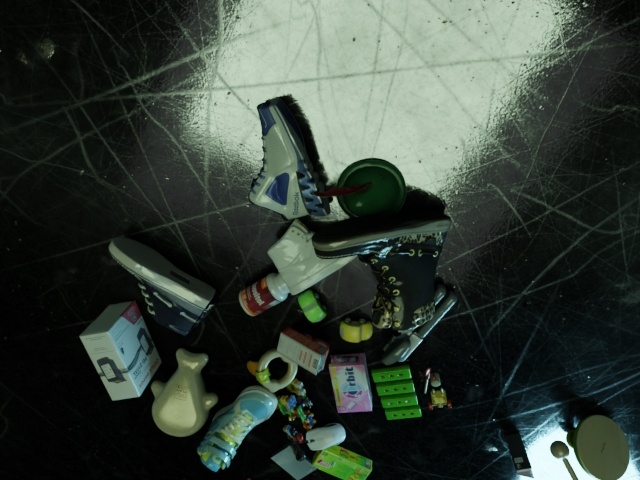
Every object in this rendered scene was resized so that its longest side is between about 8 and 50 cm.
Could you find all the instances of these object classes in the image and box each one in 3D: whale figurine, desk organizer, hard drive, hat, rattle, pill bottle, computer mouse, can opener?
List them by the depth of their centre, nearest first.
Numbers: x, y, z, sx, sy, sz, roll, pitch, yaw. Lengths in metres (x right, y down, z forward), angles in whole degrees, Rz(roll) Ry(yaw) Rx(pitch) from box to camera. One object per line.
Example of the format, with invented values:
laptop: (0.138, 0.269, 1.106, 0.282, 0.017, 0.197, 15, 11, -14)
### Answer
hat: (0.108, -0.089, 1.175, 0.208, 0.183, 0.173, -9, 113, 11)
can opener: (0.279, 0.248, 1.361, 0.074, 0.093, 0.280, 33, 109, -7)
pill bottle: (-0.149, 0.145, 1.365, 0.152, 0.086, 0.086, -31, 107, 18)
desk organizer: (0.610, 0.662, 1.477, 0.047, 0.130, 0.050, -17, 113, 13)
rattle: (-0.118, 0.359, 1.490, 0.130, 0.143, 0.200, 43, 76, -5)
whale figurine: (-0.426, 0.477, 1.540, 0.216, 0.141, 0.272, 11, 90, 2)
computer mouse: (-0.013, 0.648, 1.579, 0.192, 0.042, 0.106, -22, 74, 11)
hard drive: (-0.092, 0.764, 1.667, 0.094, 0.022, 0.135, -40, 104, 21)

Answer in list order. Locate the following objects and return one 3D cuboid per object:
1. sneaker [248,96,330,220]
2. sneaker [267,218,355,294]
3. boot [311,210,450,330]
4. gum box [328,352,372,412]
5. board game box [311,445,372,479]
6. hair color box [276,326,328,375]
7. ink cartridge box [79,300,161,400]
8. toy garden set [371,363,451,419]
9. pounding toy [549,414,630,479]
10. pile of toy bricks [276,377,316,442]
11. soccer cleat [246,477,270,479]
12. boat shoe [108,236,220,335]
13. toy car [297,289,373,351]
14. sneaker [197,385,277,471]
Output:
sneaker: (-0.113, -0.173, 1.196, 0.182, 0.127, 0.316, -19, 112, 12)
sneaker: (0.000, 0.000, 1.270, 0.292, 0.108, 0.169, -33, 95, 6)
boot: (0.155, 0.083, 1.187, 0.377, 0.138, 0.284, -11, 111, -31)
gum box: (0.093, 0.432, 1.475, 0.107, 0.062, 0.189, -6, 113, 9)
board game box: (0.073, 0.753, 1.631, 0.181, 0.043, 0.092, 25, 115, -4)
hair color box: (-0.052, 0.313, 1.371, 0.141, 0.043, 0.072, 25, 115, 25)
ink cartridge box: (-0.592, 0.330, 1.453, 0.100, 0.172, 0.237, -10, 112, 11)
toy garden set: (0.275, 0.438, 1.439, 0.203, 0.049, 0.244, -10, 128, 11)
pounding toy: (0.791, 0.632, 1.447, 0.236, 0.110, 0.183, -23, 78, -20)
pile of toy bricks: (-0.099, 0.534, 1.532, 0.105, 0.118, 0.212, 9, 128, 36)
soccer cleat: (-0.152, 0.895, 1.705, 0.247, 0.083, 0.095, 0, 109, 10)
boat shoe: (-0.472, 0.141, 1.377, 0.340, 0.127, 0.158, 35, 106, -9)
toy car: (0.008, 0.247, 1.393, 0.239, 0.053, 0.225, -32, 101, 7)
sneaker: (-0.260, 0.591, 1.483, 0.127, 0.208, 0.319, 39, 125, -8)
